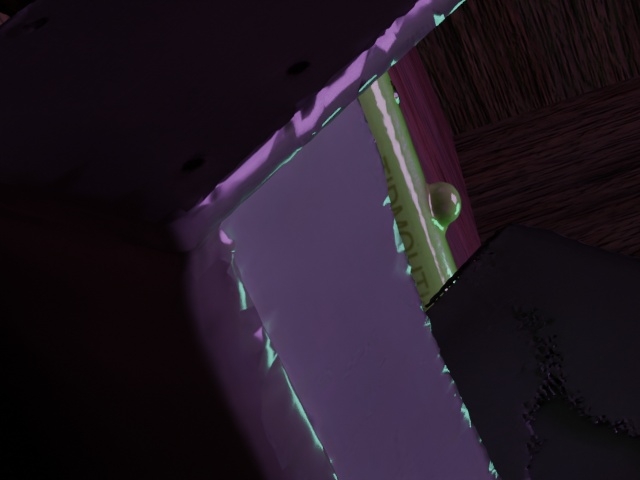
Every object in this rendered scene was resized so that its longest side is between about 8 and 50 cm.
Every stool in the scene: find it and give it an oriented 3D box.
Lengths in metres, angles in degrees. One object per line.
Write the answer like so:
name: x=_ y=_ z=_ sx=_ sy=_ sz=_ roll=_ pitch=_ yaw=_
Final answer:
stool: x=0.021 y=0.000 z=0.688 sx=0.270 sy=0.170 sz=0.243 roll=-44 pitch=128 yaw=-29

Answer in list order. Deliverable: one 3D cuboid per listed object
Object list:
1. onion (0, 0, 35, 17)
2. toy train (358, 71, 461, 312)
onion: x=-0.115 y=-0.155 z=0.752 sx=0.218 sy=0.140 sz=0.195 roll=-33 pitch=109 yaw=-43
toy train: x=0.000 y=0.000 z=1.031 sx=0.105 sy=0.157 sz=0.253 roll=-84 pitch=155 yaw=-69
